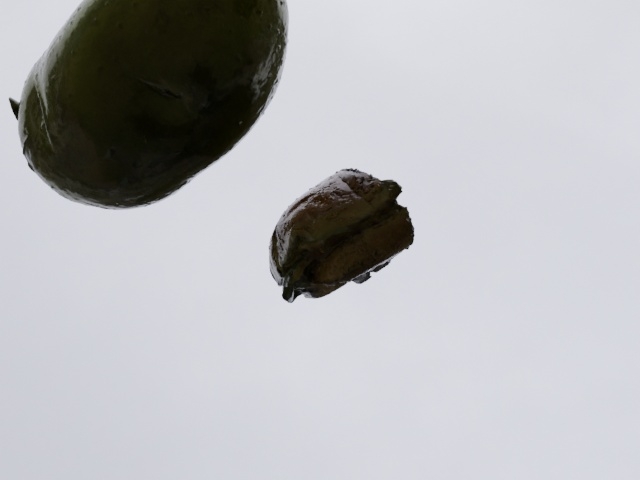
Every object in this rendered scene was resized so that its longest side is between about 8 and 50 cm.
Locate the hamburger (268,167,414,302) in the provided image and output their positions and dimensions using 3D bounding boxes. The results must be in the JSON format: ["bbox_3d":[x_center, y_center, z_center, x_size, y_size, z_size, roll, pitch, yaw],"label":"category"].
[{"bbox_3d":[-0.004,0.001,0.895,0.102,0.176,0.087,-23,-95,-22],"label":"hamburger"}]

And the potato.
[{"bbox_3d":[-0.128,-0.130,0.887,0.169,0.143,0.248,30,-69,-36],"label":"potato"}]
